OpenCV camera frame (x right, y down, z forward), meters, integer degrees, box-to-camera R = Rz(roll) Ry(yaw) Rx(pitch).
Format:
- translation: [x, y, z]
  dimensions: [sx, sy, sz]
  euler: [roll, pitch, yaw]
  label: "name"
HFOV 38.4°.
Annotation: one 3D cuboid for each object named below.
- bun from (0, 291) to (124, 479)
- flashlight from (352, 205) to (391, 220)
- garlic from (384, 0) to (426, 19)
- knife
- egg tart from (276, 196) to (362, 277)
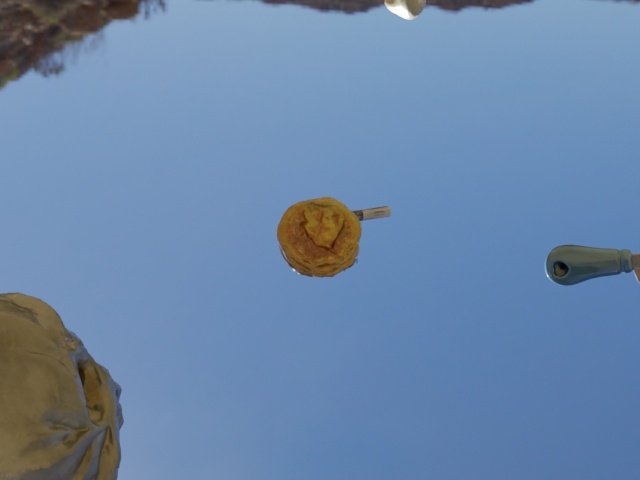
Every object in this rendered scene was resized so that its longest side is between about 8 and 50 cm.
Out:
- translation: [-0.406, 0.228, 1.293]
  dimensions: [0.194, 0.354, 0.354]
  euler: [-27, -158, 13]
  label: "bun"
- translation: [0.085, -0.045, 1.556]
  dimensions: [0.083, 0.018, 0.018]
  euler: [-9, -166, -42]
  label: "flashlight"
- translation: [0.125, -0.347, 1.333]
  dimensions: [0.053, 0.041, 0.083]
  euler: [28, 170, -18]
  label: "garlic"
- translation: [0.396, 0.032, 1.109]
  dimensions: [0.244, 0.058, 0.032]
  euler: [0, -168, 17]
  label: "knife"
- translation: [0.000, 0.000, 1.326]
  dimensions: [0.130, 0.052, 0.130]
  euler: [3, -116, -6]
  label: "egg tart"
